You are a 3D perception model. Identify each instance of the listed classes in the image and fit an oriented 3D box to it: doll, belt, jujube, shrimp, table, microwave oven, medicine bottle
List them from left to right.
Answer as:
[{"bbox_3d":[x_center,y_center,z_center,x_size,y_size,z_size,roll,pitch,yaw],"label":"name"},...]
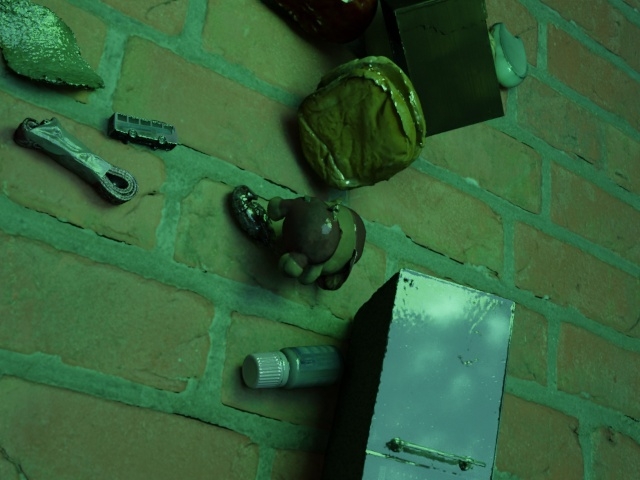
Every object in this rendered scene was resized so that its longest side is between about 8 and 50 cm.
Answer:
[{"bbox_3d":[-0.428,-0.146,1.502,0.232,0.053,0.071,36,65,-23],"label":"belt"},{"bbox_3d":[-0.127,-0.036,1.695,0.165,0.057,0.065,56,45,-13],"label":"shrimp"},{"bbox_3d":[-0.052,0.248,1.641,0.203,0.083,0.083,2,74,-39],"label":"medicine bottle"},{"bbox_3d":[-0.003,-0.001,1.700,0.256,0.152,0.196,12,95,-64],"label":"doll"},{"bbox_3d":[0.000,-0.548,1.880,0.255,0.190,0.189,18,64,-18],"label":"jujube"},{"bbox_3d":[0.173,0.324,1.607,0.236,0.374,0.431,17,66,-8],"label":"microwave oven"},{"bbox_3d":[0.263,-0.408,1.832,0.250,0.196,0.281,-102,176,-66],"label":"table"}]

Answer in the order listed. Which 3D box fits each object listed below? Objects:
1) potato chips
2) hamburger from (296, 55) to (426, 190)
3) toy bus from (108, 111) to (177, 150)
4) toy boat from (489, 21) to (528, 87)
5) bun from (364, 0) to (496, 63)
[{"bbox_3d":[-0.494,-0.351,1.516,0.228,0.059,0.167,54,45,-4],"label":"potato chips"},{"bbox_3d":[0.082,-0.243,1.774,0.145,0.283,0.259,-35,107,-54],"label":"hamburger"},{"bbox_3d":[-0.336,-0.206,1.602,0.131,0.037,0.052,9,65,-34],"label":"toy bus"},{"bbox_3d":[0.509,-0.505,2.337,0.134,0.079,0.207,30,48,-36],"label":"toy boat"},{"bbox_3d":[0.288,-0.489,2.060,0.361,0.213,0.360,10,71,-33],"label":"bun"}]
